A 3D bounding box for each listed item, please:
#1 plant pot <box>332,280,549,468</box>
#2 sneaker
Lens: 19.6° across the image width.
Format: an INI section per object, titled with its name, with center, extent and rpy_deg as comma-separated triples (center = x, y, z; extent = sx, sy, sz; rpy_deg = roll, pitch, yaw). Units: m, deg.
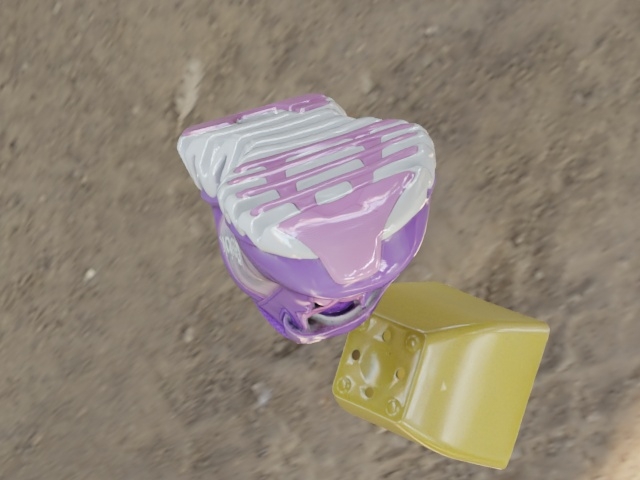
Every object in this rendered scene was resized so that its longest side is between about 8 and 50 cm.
[plant pot]
center = 0.054, 0.067, 0.952
extent = 0.083, 0.081, 0.081
rpy_deg = 10, 99, -52
[sneaker]
center = 0.000, 0.000, 0.835
extent = 0.095, 0.236, 0.105
rpy_deg = -14, 103, -9
